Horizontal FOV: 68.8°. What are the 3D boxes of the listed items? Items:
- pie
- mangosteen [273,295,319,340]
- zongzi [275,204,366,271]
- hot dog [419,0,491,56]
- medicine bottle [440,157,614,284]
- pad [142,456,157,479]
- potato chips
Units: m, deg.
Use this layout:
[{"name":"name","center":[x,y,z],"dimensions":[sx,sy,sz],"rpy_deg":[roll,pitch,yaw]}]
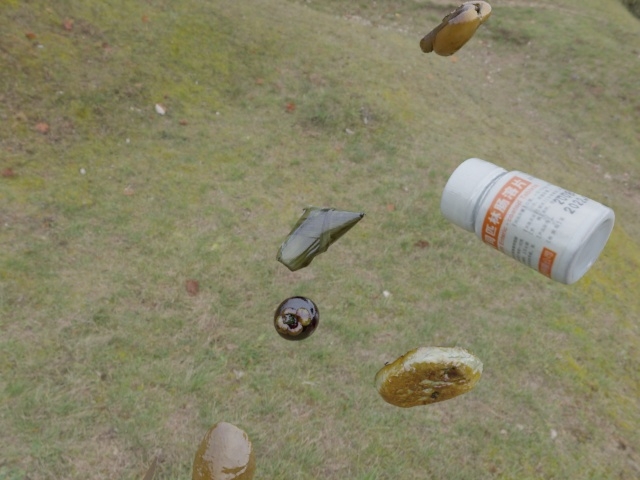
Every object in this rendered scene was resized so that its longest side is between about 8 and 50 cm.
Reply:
[{"name":"pie","center":[0.305,0.388,1.324],"dimensions":[0.315,0.315,0.092],"rpy_deg":[2,49,-11]},{"name":"mangosteen","center":[-0.069,0.210,1.251],"dimensions":[0.140,0.140,0.140],"rpy_deg":[7,39,-6]},{"name":"zongzi","center":[0.000,0.000,1.359],"dimensions":[0.242,0.112,0.221],"rpy_deg":[9,61,51]},{"name":"hot dog","center":[0.237,-0.376,0.834],"dimensions":[0.060,0.140,0.089],"rpy_deg":[40,78,-9]},{"name":"medicine bottle","center":[0.515,-0.061,1.201],"dimensions":[0.211,0.211,0.371],"rpy_deg":[-22,41,-35]},{"name":"pad","center":[-0.479,0.707,1.201],"dimensions":[0.004,0.181,0.267],"rpy_deg":[28,12,-15]},{"name":"potato chips","center":[-0.234,0.543,1.115],"dimensions":[0.150,0.201,0.049],"rpy_deg":[21,1,11]}]
